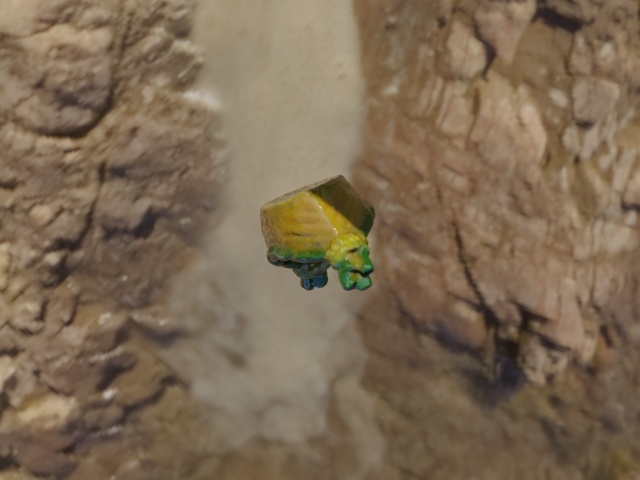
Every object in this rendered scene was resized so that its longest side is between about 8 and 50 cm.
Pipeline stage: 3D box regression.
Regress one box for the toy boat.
[{"bbox_3d":[0.000,0.000,1.094,0.089,0.229,0.088,-24,93,-8],"label":"toy boat"}]
